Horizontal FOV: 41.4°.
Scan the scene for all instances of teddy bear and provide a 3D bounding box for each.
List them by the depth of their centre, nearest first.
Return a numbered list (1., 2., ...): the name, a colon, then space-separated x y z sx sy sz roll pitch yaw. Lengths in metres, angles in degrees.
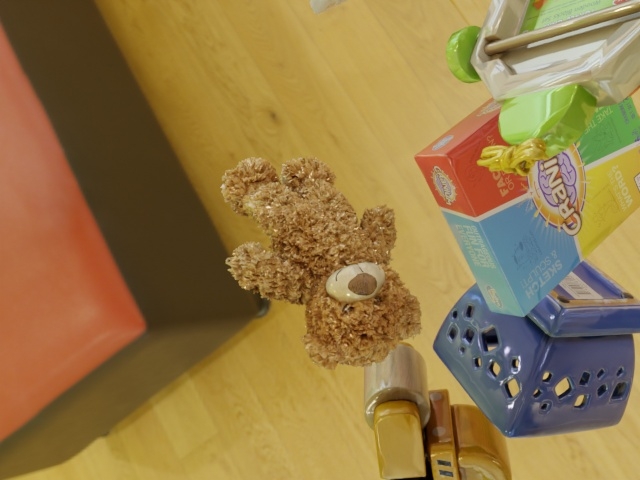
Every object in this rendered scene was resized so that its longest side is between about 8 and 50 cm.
1. teddy bear: 0.000 0.000 1.073 0.338 0.245 0.113 -102 33 -46

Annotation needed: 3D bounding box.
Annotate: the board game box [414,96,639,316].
1. board game box: 0.296 -0.090 1.103 0.064 0.317 0.242 6 130 59

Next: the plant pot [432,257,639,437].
1. plant pot: 0.347 0.143 1.305 0.236 0.236 0.212 52 133 51

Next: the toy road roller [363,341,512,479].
1. toy road roller: 0.215 0.348 1.540 0.241 0.202 0.329 -8 118 8

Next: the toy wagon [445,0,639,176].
1. toy wagon: 0.226 -0.201 0.743 0.267 0.068 0.344 -3 63 57

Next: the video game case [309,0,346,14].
1. video game case: 0.103 -0.368 1.072 0.213 0.193 0.023 -29 92 -17
